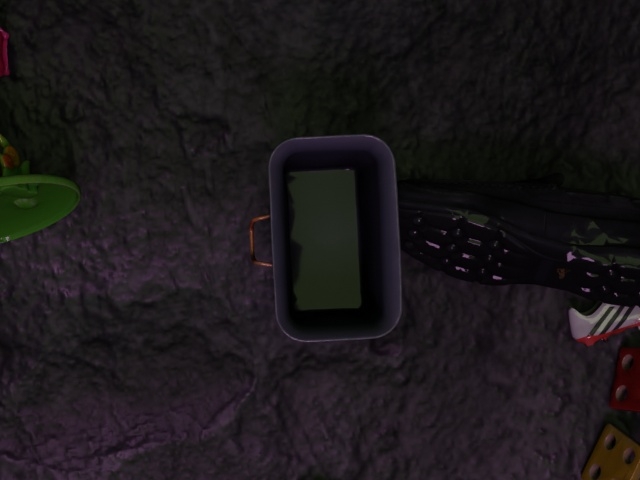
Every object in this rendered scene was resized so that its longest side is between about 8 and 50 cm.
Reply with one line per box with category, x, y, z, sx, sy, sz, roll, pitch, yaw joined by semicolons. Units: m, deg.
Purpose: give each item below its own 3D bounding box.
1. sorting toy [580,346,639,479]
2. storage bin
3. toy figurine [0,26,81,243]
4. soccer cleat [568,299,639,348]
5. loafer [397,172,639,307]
sorting toy;0.287;0.136;0.947;0.046;0.274;0.132;19;76;-31
storage bin;0.000;0.000;0.988;0.098;0.091;0.135;-3;89;-5
toy figurine;-0.249;-0.090;0.947;0.130;0.173;0.159;-20;77;12
soccer cleat;0.218;0.049;1.038;0.083;0.029;0.036;-22;95;0
loafer;0.152;-0.010;1.017;0.223;0.076;0.078;11;53;-3
